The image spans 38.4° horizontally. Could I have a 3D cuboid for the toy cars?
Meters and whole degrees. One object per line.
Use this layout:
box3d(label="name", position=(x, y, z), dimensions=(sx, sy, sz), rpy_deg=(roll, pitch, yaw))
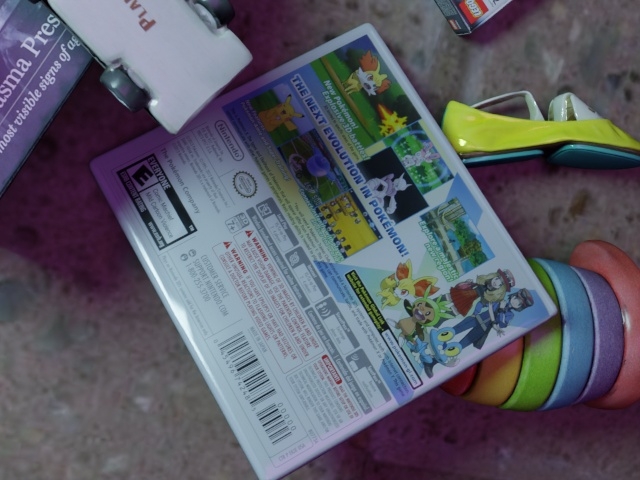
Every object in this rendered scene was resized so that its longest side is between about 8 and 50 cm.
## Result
box3d(label="toy cars", position=(-0.237, -0.174, 0.589), dimensions=(0.394, 0.087, 0.176), rpy_deg=(4, 100, -22))

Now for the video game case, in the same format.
box3d(label="video game case", position=(0.000, 0.000, 0.828), dimensions=(0.300, 0.036, 0.329), rpy_deg=(-29, 77, -10))

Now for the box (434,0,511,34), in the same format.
box3d(label="box", position=(0.125, -0.317, 0.888), dimensions=(0.114, 0.036, 0.207), rpy_deg=(-40, 107, -7))

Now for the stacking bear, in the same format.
box3d(label="stacking bear", position=(0.164, 0.091, 0.908), dimensions=(0.289, 0.164, 0.175), rpy_deg=(1, 98, -12))

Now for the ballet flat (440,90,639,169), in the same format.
box3d(label="ballet flat", position=(0.229, -0.113, 0.936), dimensions=(0.231, 0.077, 0.077), rpy_deg=(-1, 83, -14))

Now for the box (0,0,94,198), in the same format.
box3d(label="box", position=(-0.311, -0.217, 0.695), dimensions=(0.313, 0.179, 0.343), rpy_deg=(33, 86, -17))
